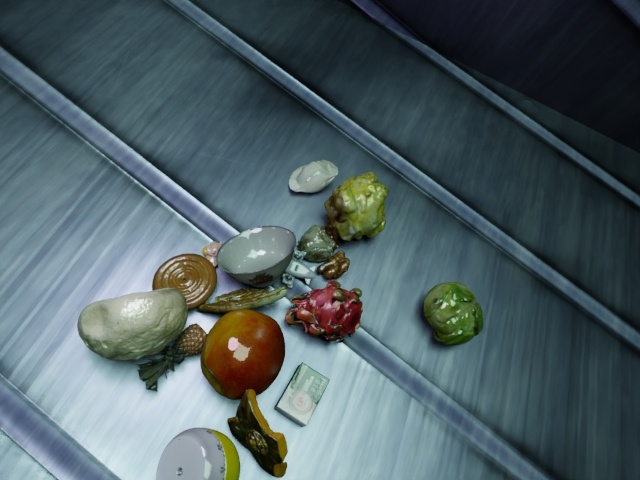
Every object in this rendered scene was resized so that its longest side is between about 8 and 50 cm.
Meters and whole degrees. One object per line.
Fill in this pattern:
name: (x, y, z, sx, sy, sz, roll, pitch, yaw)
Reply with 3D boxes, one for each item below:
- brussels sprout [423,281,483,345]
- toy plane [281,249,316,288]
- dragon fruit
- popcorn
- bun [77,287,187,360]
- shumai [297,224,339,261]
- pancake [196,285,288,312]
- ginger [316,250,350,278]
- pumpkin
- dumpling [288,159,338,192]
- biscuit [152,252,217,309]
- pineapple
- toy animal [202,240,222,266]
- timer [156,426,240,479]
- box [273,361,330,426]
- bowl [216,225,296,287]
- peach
brussels sprout: (0.587, 0.317, 1.964, 0.260, 0.227, 0.294, 52, 53, -4)
toy plane: (-0.102, 0.127, 1.937, 0.173, 0.080, 0.174, 1, 80, -7)
dragon fruit: (0.021, 0.287, 1.803, 0.306, 0.243, 0.228, -13, 106, -27)
popcorn: (0.176, -0.165, 2.063, 0.311, 0.312, 0.313, 7, 62, -13)
bun: (-0.641, 0.296, 1.551, 0.352, 0.348, 0.228, -11, 85, -44)
shumai: (-0.005, 0.003, 1.994, 0.183, 0.142, 0.184, 9, 59, -14)
pancake: (-0.314, 0.240, 1.779, 0.375, 0.197, 0.055, -7, 107, 2)
ginger: (0.067, 0.122, 1.997, 0.162, 0.073, 0.103, -34, 63, -22)
pumpkin: (-0.201, 0.680, 1.523, 0.290, 0.258, 0.095, 44, 46, 13)
dumpling: (-0.045, -0.322, 2.179, 0.251, 0.132, 0.179, -28, 53, -5)
biscuit: (-0.547, 0.160, 1.778, 0.261, 0.037, 0.262, 1, 58, -2)
pineapple: (-0.537, 0.429, 1.629, 0.277, 0.119, 0.130, -36, 97, -29)
toy animal: (-0.458, 0.050, 1.869, 0.091, 0.082, 0.114, 25, 60, -1)
timer: (-0.367, 0.761, 1.461, 0.284, 0.285, 0.286, 7, 62, -13)
box: (-0.070, 0.592, 1.706, 0.135, 0.081, 0.199, 31, 61, 1)
bowl: (-0.248, 0.091, 1.834, 0.336, 0.158, 0.337, -9, 32, 6)
peach: (-0.275, 0.407, 1.628, 0.307, 0.308, 0.332, 39, 48, 6)
